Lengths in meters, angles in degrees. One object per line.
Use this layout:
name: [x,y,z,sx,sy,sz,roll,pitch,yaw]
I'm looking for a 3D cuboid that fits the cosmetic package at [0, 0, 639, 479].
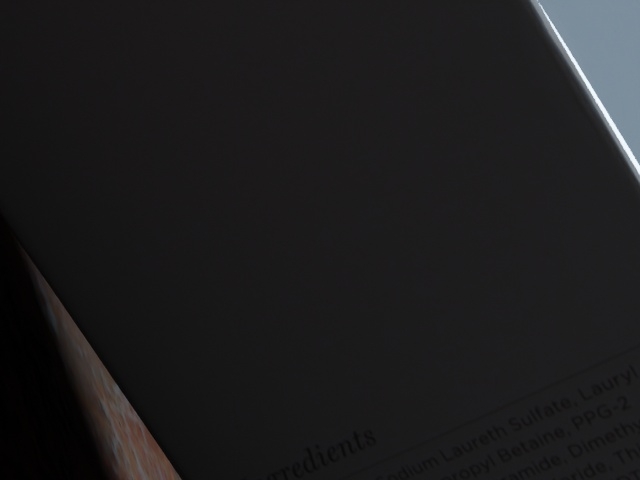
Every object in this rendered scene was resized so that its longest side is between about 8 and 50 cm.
cosmetic package: [0.035,-0.030,0.471,0.385,0.156,0.217,58,26,-12]
